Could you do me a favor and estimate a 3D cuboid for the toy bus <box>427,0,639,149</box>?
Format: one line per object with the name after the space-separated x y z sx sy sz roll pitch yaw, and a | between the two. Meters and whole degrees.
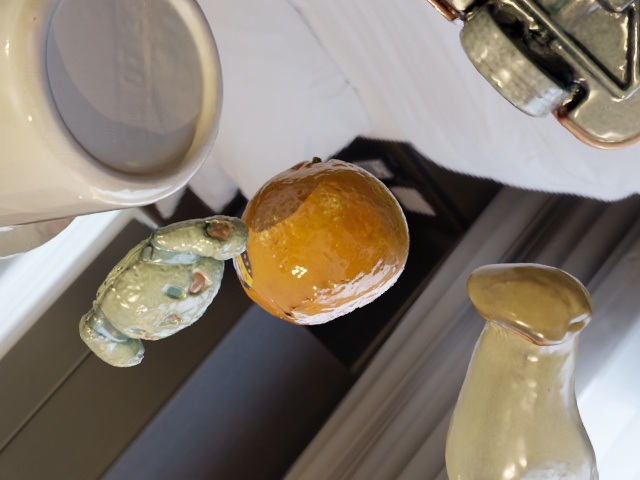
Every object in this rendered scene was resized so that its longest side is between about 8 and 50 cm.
0.092 -0.268 0.509 0.427 0.203 0.233 43 -153 -5 | toy bus

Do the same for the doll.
-0.149 0.045 0.774 0.103 0.214 0.072 21 -142 -42 | doll

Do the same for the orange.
0.000 0.002 1.022 0.219 0.219 0.193 74 -176 -69 | orange

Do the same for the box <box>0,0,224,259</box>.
-0.214 -0.101 0.611 0.206 0.291 0.262 -3 128 38 | box

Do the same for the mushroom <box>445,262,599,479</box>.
0.204 0.152 0.824 0.122 0.159 0.329 -114 16 -52 | mushroom
